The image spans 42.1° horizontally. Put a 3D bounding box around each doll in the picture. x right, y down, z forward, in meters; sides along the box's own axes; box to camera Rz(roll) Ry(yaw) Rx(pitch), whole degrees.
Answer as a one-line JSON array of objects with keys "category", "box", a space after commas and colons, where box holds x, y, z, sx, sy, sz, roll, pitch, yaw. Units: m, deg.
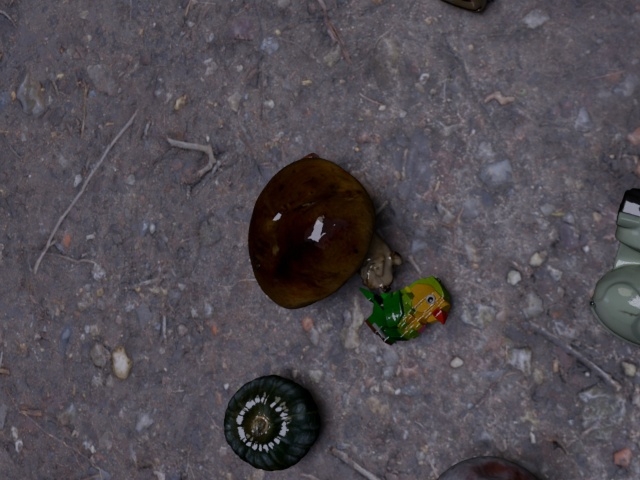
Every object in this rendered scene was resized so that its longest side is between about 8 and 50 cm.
[{"category": "doll", "box": [0.180, 0.140, 1.736, 0.186, 0.106, 0.134, -19, 62, 23]}]

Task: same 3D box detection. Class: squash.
[{"category": "squash", "box": [-0.107, 0.399, 1.825, 0.218, 0.172, 0.218, -10, 54, 14]}]

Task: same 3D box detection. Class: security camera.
[{"category": "security camera", "box": [0.603, 0.060, 1.498, 0.191, 0.197, 0.277, 18, 102, 16]}]

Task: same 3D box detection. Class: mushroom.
[{"category": "mushroom", "box": [0.000, 0.000, 1.778, 0.345, 0.260, 0.345, -32, 47, 43]}]

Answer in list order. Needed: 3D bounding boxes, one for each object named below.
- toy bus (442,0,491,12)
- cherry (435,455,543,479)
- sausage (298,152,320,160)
[{"category": "toy bus", "box": [0.320, -0.619, 1.668, 0.139, 0.157, 0.289, 31, 101, 24]}, {"category": "cherry", "box": [0.321, 0.571, 1.553, 0.335, 0.291, 0.326, -38, 90, 34]}, {"category": "sausage", "box": [-0.058, -0.153, 1.895, 0.131, 0.039, 0.041, -31, 77, 20]}]
